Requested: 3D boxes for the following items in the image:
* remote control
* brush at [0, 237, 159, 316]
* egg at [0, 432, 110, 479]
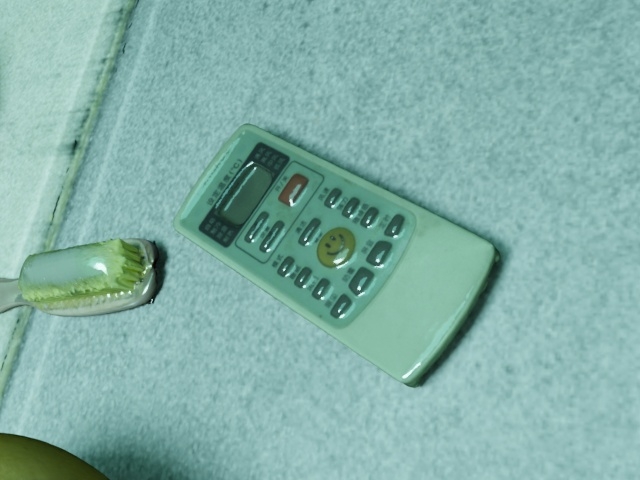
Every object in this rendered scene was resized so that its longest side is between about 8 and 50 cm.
[{"bbox_3d":[0.000,0.000,0.613,0.285,0.038,0.123,32,86,39],"label":"remote control"},{"bbox_3d":[-0.291,0.041,0.766,0.313,0.067,0.072,-10,63,31],"label":"brush"},{"bbox_3d":[-0.208,0.263,0.483,0.250,0.250,0.322,-48,42,3],"label":"egg"}]
